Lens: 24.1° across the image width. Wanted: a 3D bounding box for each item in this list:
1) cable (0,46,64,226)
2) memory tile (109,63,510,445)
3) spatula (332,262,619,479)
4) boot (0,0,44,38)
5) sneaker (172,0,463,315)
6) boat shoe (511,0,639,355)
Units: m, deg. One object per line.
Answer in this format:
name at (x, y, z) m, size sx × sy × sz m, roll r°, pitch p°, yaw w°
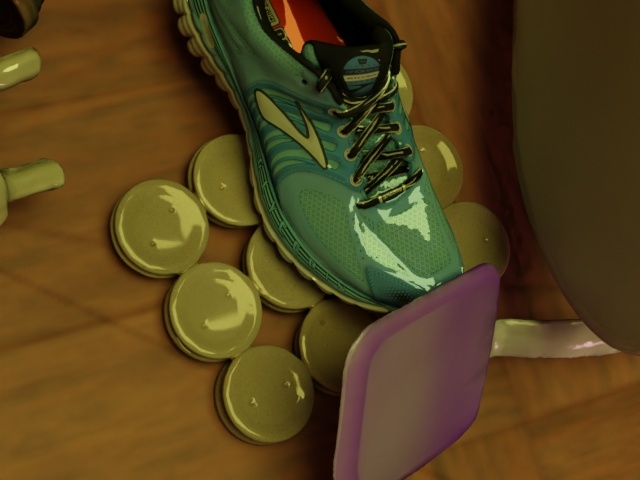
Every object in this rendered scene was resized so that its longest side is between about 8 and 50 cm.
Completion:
cable at (-0.216, -0.004, 0.441) m, size 0.287 × 0.072 × 0.139 m, roll -39°, pitch 114°, yaw -30°
memory tile at (0.000, 0.000, 0.581) m, size 0.148 × 0.012 × 0.113 m, roll -34°, pitch 92°, yaw -28°
spatula at (0.119, 0.034, 0.601) m, size 0.296 × 0.030 × 0.084 m, roll -14°, pitch 123°, yaw -33°
boot at (-0.143, -0.180, 0.527) m, size 0.106 × 0.082 × 0.219 m, roll -40°, pitch 93°, yaw -25°
sneaker at (0.004, -0.045, 0.545) m, size 0.063 × 0.073 × 0.162 m, roll -33°, pitch 93°, yaw -28°
boat shoe at (0.164, -0.108, 0.601) m, size 0.158 × 0.127 × 0.340 m, roll 9°, pitch 61°, yaw -25°
